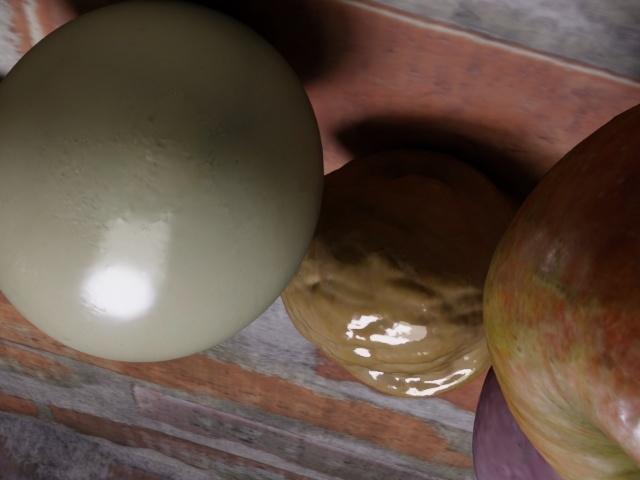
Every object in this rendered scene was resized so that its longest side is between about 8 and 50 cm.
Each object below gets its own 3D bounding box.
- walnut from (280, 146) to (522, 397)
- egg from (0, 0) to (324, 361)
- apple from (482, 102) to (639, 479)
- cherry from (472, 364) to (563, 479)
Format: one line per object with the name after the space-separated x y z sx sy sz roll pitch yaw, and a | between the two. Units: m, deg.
0.052 0.019 1.046 0.166 0.149 0.166 10 -169 -2 | walnut
-0.090 -0.032 0.935 0.186 0.186 0.241 21 154 -13 | egg
0.237 0.048 0.803 0.309 0.250 0.277 47 169 -21 | apple
0.229 0.125 1.095 0.261 0.221 0.307 19 148 1 | cherry
